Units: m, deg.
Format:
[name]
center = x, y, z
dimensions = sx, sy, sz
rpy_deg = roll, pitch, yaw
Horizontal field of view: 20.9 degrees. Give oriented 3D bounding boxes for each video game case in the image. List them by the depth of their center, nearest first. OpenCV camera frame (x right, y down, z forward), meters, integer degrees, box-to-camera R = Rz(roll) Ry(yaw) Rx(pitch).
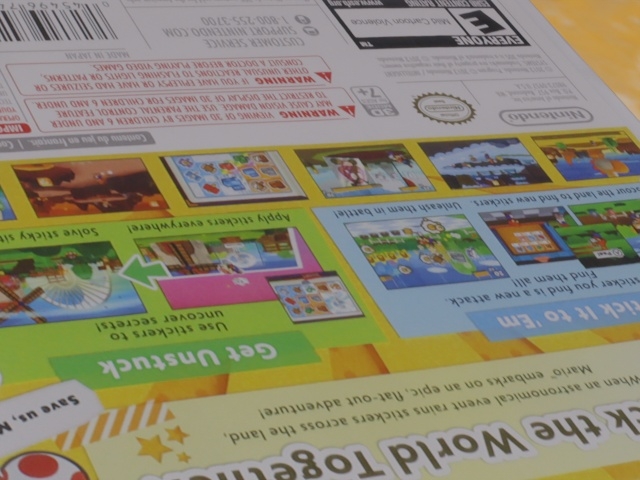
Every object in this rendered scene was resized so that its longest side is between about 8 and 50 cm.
[video game case]
center = 0.000, 0.000, 0.418
dimensions = 0.227, 0.026, 0.206
rpy_deg = -5, 42, -30
